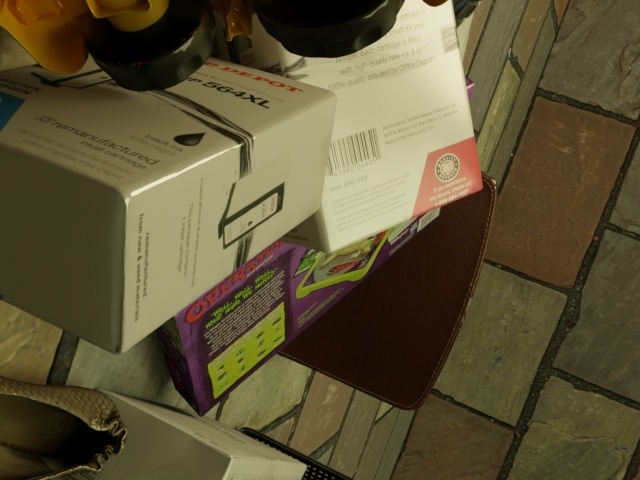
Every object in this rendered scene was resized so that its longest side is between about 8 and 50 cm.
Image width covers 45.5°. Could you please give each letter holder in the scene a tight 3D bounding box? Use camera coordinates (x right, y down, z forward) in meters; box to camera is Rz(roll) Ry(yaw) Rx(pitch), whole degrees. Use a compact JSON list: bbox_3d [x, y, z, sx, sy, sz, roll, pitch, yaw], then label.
[{"bbox_3d":[0.100,0.029,0.965,0.152,0.214,0.302,-19,128,-67],"label":"letter holder"}]

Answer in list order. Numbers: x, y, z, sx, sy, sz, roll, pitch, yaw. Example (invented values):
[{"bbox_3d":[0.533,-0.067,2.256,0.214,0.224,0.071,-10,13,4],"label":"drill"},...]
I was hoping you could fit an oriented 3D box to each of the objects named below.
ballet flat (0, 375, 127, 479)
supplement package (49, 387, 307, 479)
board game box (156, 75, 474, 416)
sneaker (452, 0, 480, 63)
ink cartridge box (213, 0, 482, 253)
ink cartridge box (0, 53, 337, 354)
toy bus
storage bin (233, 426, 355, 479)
[{"bbox_3d":[-0.197,0.127,0.477,0.084,0.058,0.250,-66,159,-4],"label":"ballet flat"},{"bbox_3d":[-0.124,0.234,0.691,0.139,0.134,0.244,-65,161,-11],"label":"supplement package"},{"bbox_3d":[0.000,0.000,0.709,0.347,0.056,0.208,-38,159,-25],"label":"board game box"},{"bbox_3d":[0.148,-0.296,0.960,0.297,0.111,0.129,98,7,-46],"label":"sneaker"},{"bbox_3d":[0.018,-0.121,0.554,0.158,0.092,0.218,-22,109,-31],"label":"ink cartridge box"},{"bbox_3d":[-0.101,-0.042,0.421,0.203,0.148,0.086,-41,145,-56],"label":"ink cartridge box"},{"bbox_3d":[-0.056,-0.204,0.369,0.149,0.220,0.211,67,15,-60],"label":"toy bus"},{"bbox_3d":[-0.056,0.310,0.894,0.122,0.180,0.084,-27,135,-63],"label":"storage bin"}]
